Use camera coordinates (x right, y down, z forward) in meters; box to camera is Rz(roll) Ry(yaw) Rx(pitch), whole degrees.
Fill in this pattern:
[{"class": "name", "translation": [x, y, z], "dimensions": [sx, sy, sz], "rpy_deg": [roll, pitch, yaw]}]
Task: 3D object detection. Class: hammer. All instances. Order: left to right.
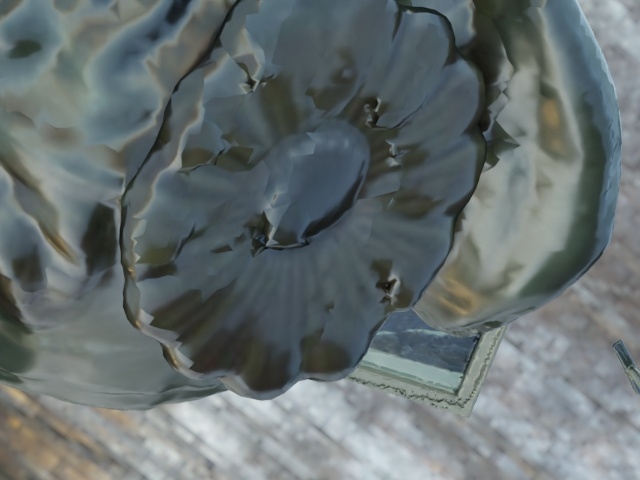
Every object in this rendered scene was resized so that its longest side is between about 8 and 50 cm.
[{"class": "hammer", "translation": [0.305, 0.151, 1.628], "dimensions": [0.013, 0.062, 0.199], "rpy_deg": [-32, -151, -2]}]

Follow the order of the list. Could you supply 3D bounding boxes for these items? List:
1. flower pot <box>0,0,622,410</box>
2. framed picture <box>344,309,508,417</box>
[{"class": "flower pot", "translation": [-0.039, -0.088, 0.607], "dimensions": [0.213, 0.301, 0.302], "rpy_deg": [-9, 173, -17]}, {"class": "framed picture", "translation": [0.000, 0.000, 1.499], "dimensions": [0.022, 0.335, 0.247], "rpy_deg": [-79, -173, -57]}]
